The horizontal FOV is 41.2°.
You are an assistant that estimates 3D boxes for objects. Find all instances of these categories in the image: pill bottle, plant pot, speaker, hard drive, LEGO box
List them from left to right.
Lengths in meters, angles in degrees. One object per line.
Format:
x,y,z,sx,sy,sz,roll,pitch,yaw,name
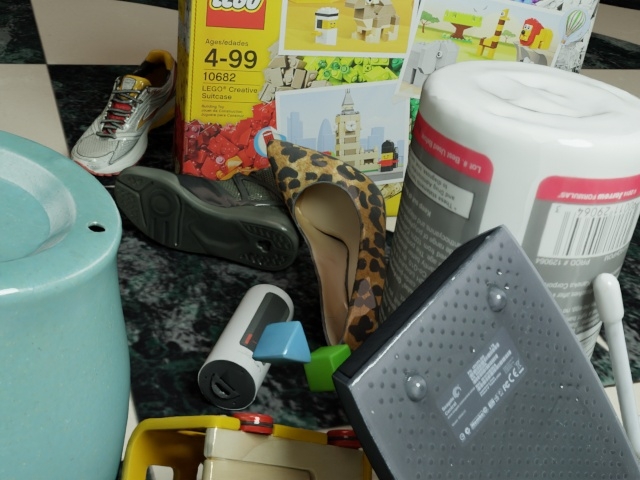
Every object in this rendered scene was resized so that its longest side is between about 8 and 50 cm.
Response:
-0.237,0.077,0.523,0.271,0.255,0.272,16,30,-9,plant pot
-0.067,0.096,0.793,0.055,0.055,0.136,12,28,8,speaker
0.068,-0.235,1.104,0.500,0.373,0.193,-1,30,-15,LEGO box
0.140,0.033,0.683,0.176,0.319,0.176,7,28,-4,pill bottle
0.117,0.136,0.555,0.172,0.255,0.054,-42,21,-27,hard drive

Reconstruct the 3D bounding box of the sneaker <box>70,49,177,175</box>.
-0.268,-0.178,1.165,0.088,0.093,0.225,19,55,16,sneaker

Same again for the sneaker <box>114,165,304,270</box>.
-0.122,-0.042,1.006,0.227,0.087,0.130,15,27,7,sneaker

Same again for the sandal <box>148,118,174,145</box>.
-0.206,-0.161,1.242,0.179,0.040,0.067,10,52,1,sandal

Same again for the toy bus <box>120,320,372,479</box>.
-0.043,0.176,0.591,0.104,0.202,0.191,-10,22,37,toy bus

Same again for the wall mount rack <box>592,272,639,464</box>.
0.294,0.185,0.565,0.304,0.130,0.350,27,23,-19,wall mount rack

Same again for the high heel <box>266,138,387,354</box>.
0.000,0.000,0.872,0.261,0.093,0.186,47,34,9,high heel
